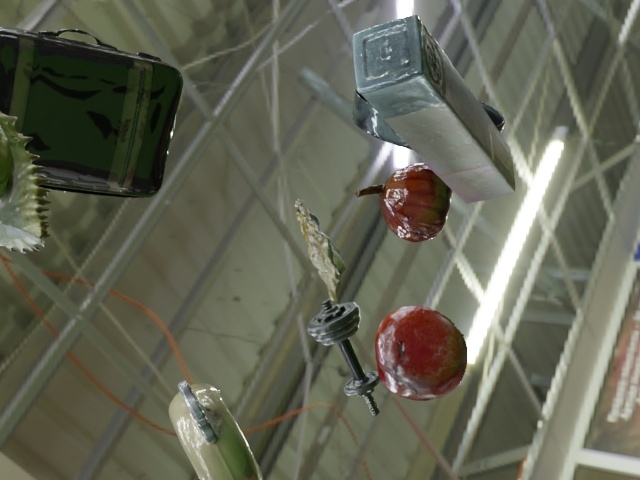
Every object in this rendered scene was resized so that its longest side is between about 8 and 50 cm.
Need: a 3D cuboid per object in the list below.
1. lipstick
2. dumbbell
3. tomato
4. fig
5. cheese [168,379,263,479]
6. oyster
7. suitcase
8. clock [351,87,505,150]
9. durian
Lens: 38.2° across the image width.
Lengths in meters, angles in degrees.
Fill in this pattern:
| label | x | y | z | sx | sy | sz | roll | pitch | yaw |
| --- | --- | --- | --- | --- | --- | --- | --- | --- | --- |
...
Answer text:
| label | x | y | z | sx | sy | sz | roll | pitch | yaw |
| --- | --- | --- | --- | --- | --- | --- | --- | --- | --- |
| lipstick | 0.129 | -0.123 | 0.964 | 0.317 | 0.068 | 0.066 | 33 | -132 | -58 |
| dumbbell | 0.059 | 0.228 | 1.796 | 0.110 | 0.110 | 0.254 | -37 | -72 | -46 |
| tomato | 0.179 | 0.224 | 1.693 | 0.099 | 0.173 | 0.189 | -58 | -28 | -56 |
| fig | 0.141 | -0.055 | 1.485 | 0.128 | 0.150 | 0.128 | -18 | -90 | -87 |
| cheese | -0.122 | 0.243 | 1.089 | 0.071 | 0.249 | 0.163 | -27 | -97 | -11 |
| oyster | 0.000 | 0.000 | 1.343 | 0.146 | 0.045 | 0.122 | 55 | -162 | -42 |
| suitcase | -0.462 | -0.236 | 1.653 | 0.434 | 0.194 | 0.283 | 7 | -77 | -33 |
| clock | 0.157 | -0.181 | 1.364 | 0.226 | 0.226 | 0.049 | -23 | -50 | -51 |
| durian | -0.423 | -0.088 | 0.953 | 0.306 | 0.172 | 0.166 | 42 | -164 | -28 |
